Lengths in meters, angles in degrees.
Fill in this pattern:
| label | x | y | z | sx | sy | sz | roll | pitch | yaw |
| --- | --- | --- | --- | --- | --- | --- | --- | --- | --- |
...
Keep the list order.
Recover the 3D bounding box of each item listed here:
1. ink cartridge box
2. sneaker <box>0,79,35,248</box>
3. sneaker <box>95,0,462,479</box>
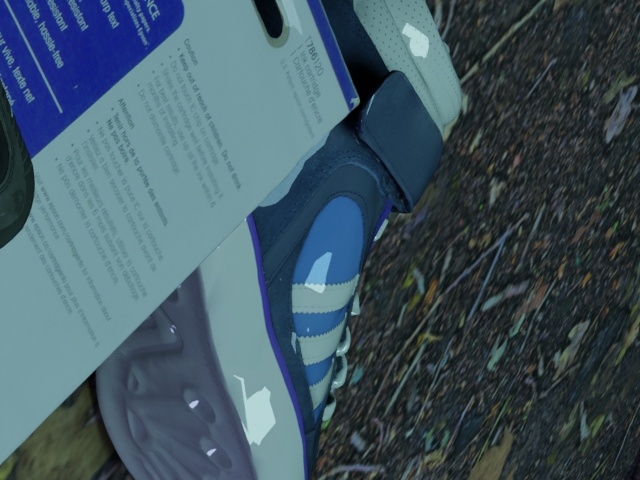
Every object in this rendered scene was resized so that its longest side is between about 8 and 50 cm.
| label | x | y | z | sx | sy | sz | roll | pitch | yaw |
| --- | --- | --- | --- | --- | --- | --- | --- | --- | --- |
| ink cartridge box | -0.125 | -0.023 | 0.737 | 0.332 | 0.065 | 0.165 | -45 | 127 | -32 |
| sneaker | -0.137 | -0.071 | 0.583 | 0.078 | 0.106 | 0.234 | -53 | 136 | -26 |
| sneaker | 0.000 | 0.000 | 1.015 | 0.236 | 0.130 | 0.323 | -41 | 144 | -30 |
